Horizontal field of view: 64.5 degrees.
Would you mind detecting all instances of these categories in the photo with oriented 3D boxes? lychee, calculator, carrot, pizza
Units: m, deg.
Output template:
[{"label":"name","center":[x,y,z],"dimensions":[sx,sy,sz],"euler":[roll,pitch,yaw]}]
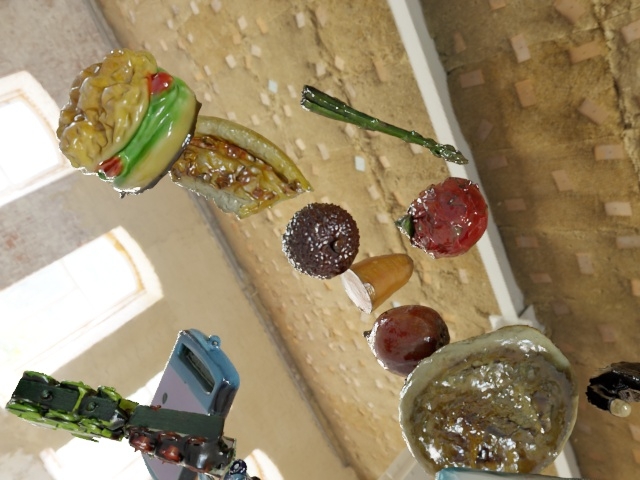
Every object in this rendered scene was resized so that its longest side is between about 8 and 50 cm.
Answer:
[{"label":"lychee","center":[-0.002,0.003,0.779],"dimensions":[0.129,0.123,0.123],"euler":[-19,-74,51]},{"label":"calculator","center":[-0.231,0.293,0.880],"dimensions":[0.173,0.051,0.293],"euler":[34,-76,40]},{"label":"carrot","center":[0.190,0.107,1.516],"dimensions":[0.159,0.225,0.159],"euler":[50,-27,36]},{"label":"pizza","center":[-0.190,-0.154,1.047],"dimensions":[0.365,0.182,0.074],"euler":[27,-18,-8]}]

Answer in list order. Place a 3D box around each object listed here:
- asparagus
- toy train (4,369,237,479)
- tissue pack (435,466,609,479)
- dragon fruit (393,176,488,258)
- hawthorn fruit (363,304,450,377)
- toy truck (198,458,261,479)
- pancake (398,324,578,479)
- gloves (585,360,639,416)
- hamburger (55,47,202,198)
[{"label":"asparagus","center":[0.079,-0.121,0.560],"dimensions":[0.022,0.233,0.023],"euler":[-46,-138,42]},{"label":"toy train","center":[-0.198,0.184,0.511],"dimensions":[0.250,0.053,0.085],"euler":[9,-33,15]},{"label":"tissue pack","center":[0.306,0.438,0.719],"dimensions":[0.271,0.124,0.201],"euler":[-11,-109,34]},{"label":"dragon fruit","center":[0.276,-0.048,1.106],"dimensions":[0.172,0.209,0.172],"euler":[51,-12,15]},{"label":"hawthorn fruit","center":[0.184,0.219,1.103],"dimensions":[0.188,0.169,0.169],"euler":[-6,-62,30]},{"label":"toy truck","center":[-0.124,0.338,0.703],"dimensions":[0.063,0.074,0.136],"euler":[60,-11,-25]},{"label":"pancake","center":[0.329,0.326,0.959],"dimensions":[0.356,0.356,0.065],"euler":[61,-3,-13]},{"label":"gloves","center":[0.542,0.255,0.845],"dimensions":[0.129,0.106,0.180],"euler":[21,-11,-4]},{"label":"hamburger","center":[-0.314,-0.199,0.799],"dimensions":[0.237,0.237,0.149],"euler":[16,-13,45]}]
